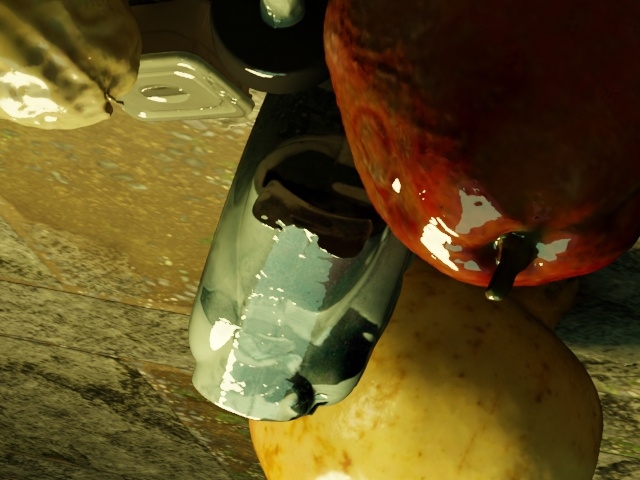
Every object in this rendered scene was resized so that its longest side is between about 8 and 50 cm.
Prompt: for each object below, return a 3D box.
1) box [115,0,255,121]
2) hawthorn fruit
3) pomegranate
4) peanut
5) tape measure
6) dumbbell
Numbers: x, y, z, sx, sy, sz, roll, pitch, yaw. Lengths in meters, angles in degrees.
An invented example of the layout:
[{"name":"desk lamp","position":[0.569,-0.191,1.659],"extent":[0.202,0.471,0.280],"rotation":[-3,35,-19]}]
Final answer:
[{"name":"box","position":[-0.111,-0.136,1.314],"extent":[0.122,0.062,0.089],"rotation":[-2,154,36]},{"name":"hawthorn fruit","position":[0.109,-0.076,1.015],"extent":[0.224,0.261,0.224],"rotation":[1,156,1]},{"name":"pomegranate","position":[0.110,0.148,1.607],"extent":[0.342,0.342,0.342],"rotation":[13,160,5]},{"name":"peanut","position":[-0.261,-0.188,1.187],"extent":[0.313,0.149,0.149],"rotation":[30,156,-30]},{"name":"tape measure","position":[0.000,0.000,1.282],"extent":[0.147,0.275,0.256],"rotation":[20,131,0]},{"name":"dumbbell","position":[-0.025,-0.174,1.094],"extent":[0.100,0.100,0.191],"rotation":[14,161,5]}]
